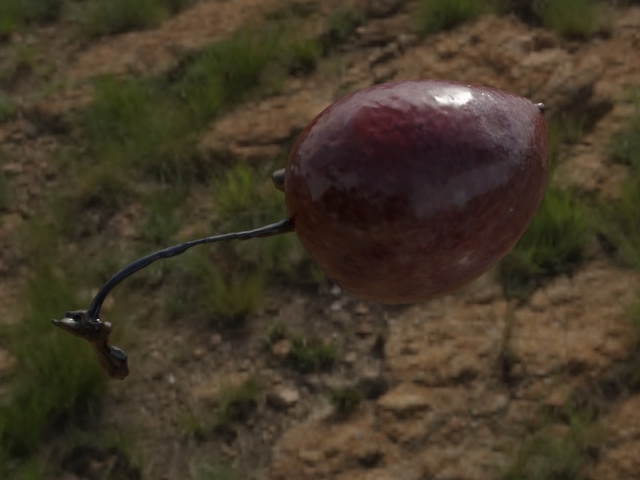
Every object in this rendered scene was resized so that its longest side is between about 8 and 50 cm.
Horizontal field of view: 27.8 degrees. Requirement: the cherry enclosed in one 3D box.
[{"bbox_3d":[0.000,0.000,0.570,0.225,0.107,0.090,-28,65,11],"label":"cherry"}]
